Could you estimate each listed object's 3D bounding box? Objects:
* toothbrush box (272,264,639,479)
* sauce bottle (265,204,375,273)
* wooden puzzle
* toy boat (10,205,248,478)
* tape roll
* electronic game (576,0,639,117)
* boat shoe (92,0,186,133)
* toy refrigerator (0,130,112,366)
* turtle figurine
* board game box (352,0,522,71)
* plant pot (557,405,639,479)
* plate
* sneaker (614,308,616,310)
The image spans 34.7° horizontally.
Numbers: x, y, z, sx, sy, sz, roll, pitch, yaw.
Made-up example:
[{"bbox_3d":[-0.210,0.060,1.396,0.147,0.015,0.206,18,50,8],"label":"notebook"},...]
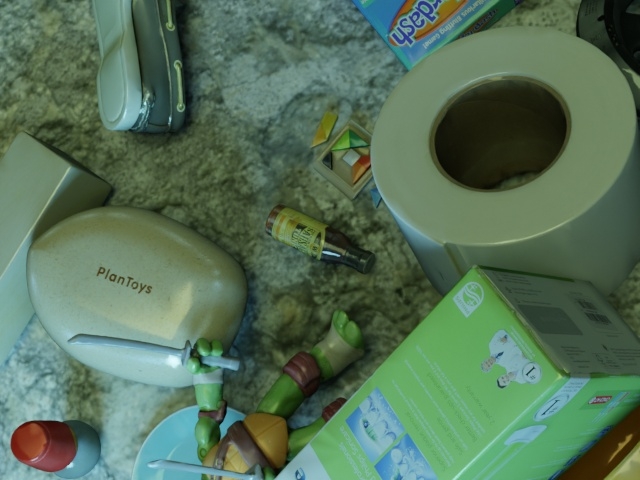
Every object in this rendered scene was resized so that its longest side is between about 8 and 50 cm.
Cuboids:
[{"bbox_3d":[0.130,0.165,0.890,0.283,0.206,0.122,-52,55,24],"label":"toothbrush box"},{"bbox_3d":[0.000,0.000,1.144,0.128,0.042,0.042,23,87,22],"label":"sauce bottle"},{"bbox_3d":[0.034,-0.094,1.166,0.116,0.014,0.078,34,91,21],"label":"wooden puzzle"},{"bbox_3d":[-0.239,0.118,1.161,0.268,0.148,0.318,25,80,16],"label":"toy boat"},{"bbox_3d":[0.188,-0.060,0.992,0.246,0.169,0.246,-10,58,17],"label":"tape roll"},{"bbox_3d":[0.371,-0.203,1.024,0.229,0.048,0.229,1,63,-2],"label":"electronic game"},{"bbox_3d":[-0.217,-0.273,1.244,0.109,0.091,0.304,-24,66,52],"label":"boat shoe"},{"bbox_3d":[-0.375,0.015,1.241,0.102,0.094,0.269,32,90,28],"label":"toy refrigerator"},{"bbox_3d":[-0.059,0.166,1.011,0.266,0.198,0.274,-31,108,-15],"label":"turtle figurine"},{"bbox_3d":[0.109,-0.308,1.165,0.160,0.047,0.210,-39,71,8],"label":"board game box"},{"bbox_3d":[0.328,0.238,0.920,0.188,0.205,0.205,41,94,5],"label":"plant pot"},{"bbox_3d":[-0.124,0.277,1.141,0.188,0.024,0.188,-4,78,17],"label":"plate"},{"bbox_3d":[0.204,0.146,1.035,0.090,0.081,0.232,33,91,35],"label":"sneaker"}]
